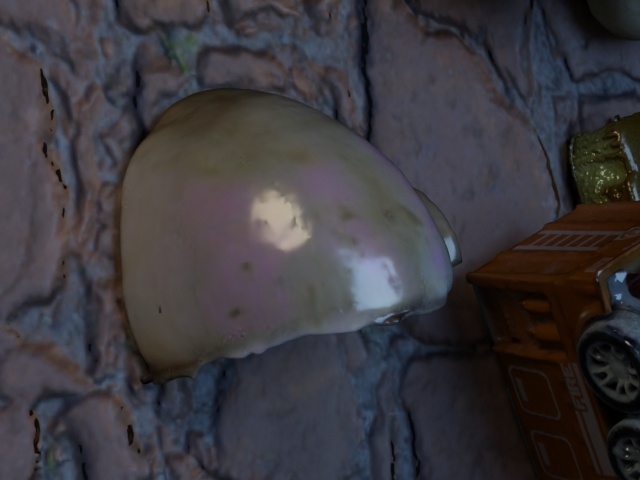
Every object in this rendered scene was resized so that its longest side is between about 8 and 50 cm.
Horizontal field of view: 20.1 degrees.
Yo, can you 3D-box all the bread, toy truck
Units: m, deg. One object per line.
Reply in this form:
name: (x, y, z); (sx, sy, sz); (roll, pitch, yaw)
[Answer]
bread: (0.267, -0.038, 1.483); (0.128, 0.069, 0.140); (-13, 90, -43)
toy truck: (0.257, 0.163, 1.341); (0.173, 0.207, 0.387); (-29, 108, -32)

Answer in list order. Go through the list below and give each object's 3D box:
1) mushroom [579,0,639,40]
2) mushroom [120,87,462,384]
mushroom: (0.283, -0.234, 1.504); (0.154, 0.122, 0.154); (-18, 131, -21)
mushroom: (-0.001, -0.026, 1.163); (0.236, 0.162, 0.173); (-18, 96, -46)
